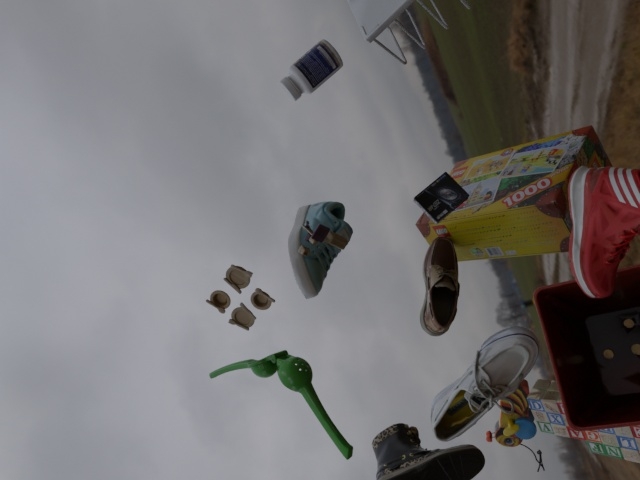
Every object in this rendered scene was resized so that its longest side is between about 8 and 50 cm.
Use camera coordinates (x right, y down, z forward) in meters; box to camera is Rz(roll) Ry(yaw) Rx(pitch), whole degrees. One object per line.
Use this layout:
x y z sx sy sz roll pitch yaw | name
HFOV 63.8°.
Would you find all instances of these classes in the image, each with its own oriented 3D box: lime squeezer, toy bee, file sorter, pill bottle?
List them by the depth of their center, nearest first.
-0.067 0.224 0.824 0.059 0.310 0.110 -30 -55 -44 | lime squeezer
0.232 -0.588 1.215 0.173 0.278 0.192 20 -136 -43 | file sorter
-0.028 -0.469 1.430 0.094 0.169 0.094 49 -179 -1 | pill bottle
0.606 0.596 1.644 0.195 0.162 0.298 23 -121 -68 | toy bee

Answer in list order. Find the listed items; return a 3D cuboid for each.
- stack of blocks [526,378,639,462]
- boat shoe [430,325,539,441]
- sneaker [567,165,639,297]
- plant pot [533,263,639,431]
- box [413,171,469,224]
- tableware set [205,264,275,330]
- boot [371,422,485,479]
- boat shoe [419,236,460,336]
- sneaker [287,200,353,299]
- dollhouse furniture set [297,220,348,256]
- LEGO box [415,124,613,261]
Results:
0.735 0.479 1.379 0.087 0.297 0.171 -39 -70 -37 | stack of blocks
0.396 0.372 1.265 0.136 0.367 0.156 40 -156 0 | boat shoe
0.451 -0.004 0.769 0.087 0.128 0.221 -32 -67 -31 | sneaker
0.605 0.207 0.993 0.236 0.267 0.267 21 -124 -53 | plant pot
0.231 -0.081 0.987 0.067 0.083 0.018 50 175 15 | box
-0.202 0.147 1.292 0.141 0.168 0.020 38 -154 -6 | tableware set
0.358 0.754 1.817 0.284 0.377 0.138 -103 -11 -78 | boot
0.392 0.138 1.629 0.116 0.123 0.324 112 165 -72 | boat shoe
0.008 0.000 1.369 0.366 0.150 0.135 -88 -25 -50 | sneaker
0.000 0.000 1.290 0.114 0.091 0.081 24 -167 -35 | dollhouse furniture set
0.622 -0.134 1.682 0.193 0.500 0.372 51 -123 -21 | LEGO box
